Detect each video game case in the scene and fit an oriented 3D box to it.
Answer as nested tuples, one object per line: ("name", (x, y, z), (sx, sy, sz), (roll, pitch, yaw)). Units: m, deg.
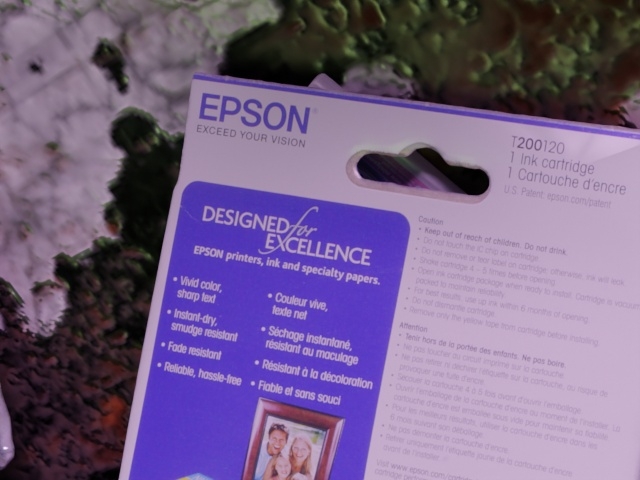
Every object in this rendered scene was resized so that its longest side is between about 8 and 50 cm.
("video game case", (0.000, 0.000, 0.749), (0.087, 0.011, 0.122), (40, 127, -1))

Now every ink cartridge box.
("ink cartridge box", (0.031, 0.050, 0.703), (0.206, 0.045, 0.208), (10, 90, 20))

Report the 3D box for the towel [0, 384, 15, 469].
("towel", (-0.343, -0.013, 0.819), (0.374, 0.090, 0.321), (-4, 113, 15))
